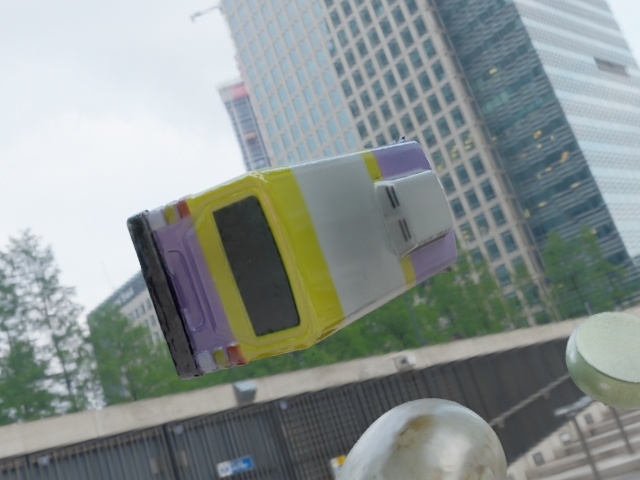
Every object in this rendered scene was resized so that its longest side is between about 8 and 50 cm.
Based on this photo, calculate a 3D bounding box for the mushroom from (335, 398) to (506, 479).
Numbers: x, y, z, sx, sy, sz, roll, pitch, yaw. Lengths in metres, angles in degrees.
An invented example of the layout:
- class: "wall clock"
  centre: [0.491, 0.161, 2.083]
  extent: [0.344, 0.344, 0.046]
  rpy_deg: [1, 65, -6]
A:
- class: "mushroom"
  centre: [0.161, 0.369, 1.025]
  extent: [0.290, 0.297, 0.297]
  rpy_deg: [28, -27, -5]

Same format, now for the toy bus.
- class: "toy bus"
  centre: [0.000, 0.000, 1.013]
  extent: [0.249, 0.209, 0.440]
  rpy_deg: [-19, 0, 33]

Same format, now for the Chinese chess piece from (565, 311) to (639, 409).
- class: "Chinese chess piece"
  centre: [0.407, 0.162, 1.053]
  extent: [0.144, 0.144, 0.058]
  rpy_deg: [-14, -50, -16]
